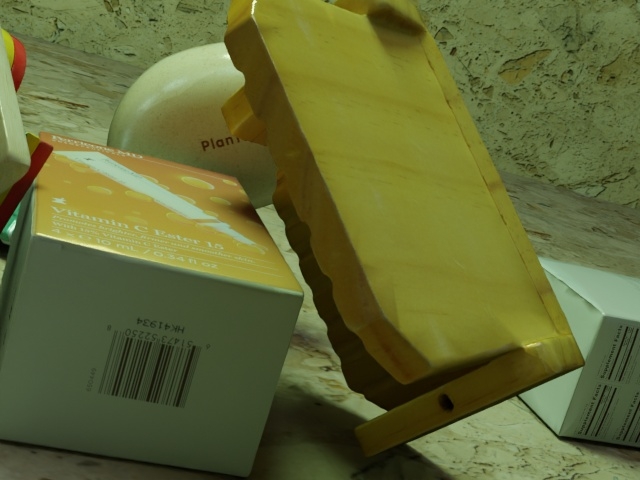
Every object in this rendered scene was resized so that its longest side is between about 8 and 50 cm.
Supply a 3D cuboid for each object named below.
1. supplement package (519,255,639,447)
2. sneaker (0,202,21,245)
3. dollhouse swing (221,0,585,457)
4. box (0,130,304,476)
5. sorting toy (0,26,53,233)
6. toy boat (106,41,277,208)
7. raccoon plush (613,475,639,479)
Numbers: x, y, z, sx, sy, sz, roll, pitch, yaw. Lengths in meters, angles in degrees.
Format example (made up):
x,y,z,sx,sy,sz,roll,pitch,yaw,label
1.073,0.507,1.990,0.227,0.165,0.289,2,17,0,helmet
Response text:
x,y,z,sx,sy,sz,roll,pitch,yaw,label
0.337,0.131,1.286,0.203,0.149,0.194,12,15,-20,supplement package
-0.278,0.007,1.236,0.223,0.098,0.083,3,37,27,sneaker
0.000,0.000,0.899,0.305,0.315,0.347,-11,73,-46,dollhouse swing
-0.168,0.041,0.996,0.215,0.168,0.345,13,14,-18,box
-0.340,-0.076,0.948,0.089,0.255,0.257,33,29,-50,sorting toy
-0.095,-0.067,1.255,0.267,0.318,0.148,-8,22,2,toy boat
0.272,0.324,0.576,0.299,0.216,0.446,28,41,-14,raccoon plush
